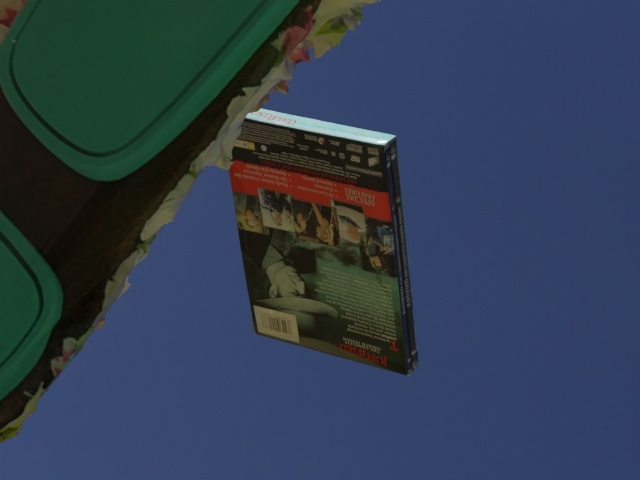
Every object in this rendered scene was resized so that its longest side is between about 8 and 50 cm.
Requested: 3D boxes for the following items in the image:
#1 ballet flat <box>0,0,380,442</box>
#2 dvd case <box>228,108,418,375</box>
[{"bbox_3d":[-0.061,-0.019,0.375,0.241,0.077,0.091,-40,-92,5],"label":"ballet flat"},{"bbox_3d":[0.000,0.000,0.808,0.087,0.013,0.119,13,-55,31],"label":"dvd case"}]
